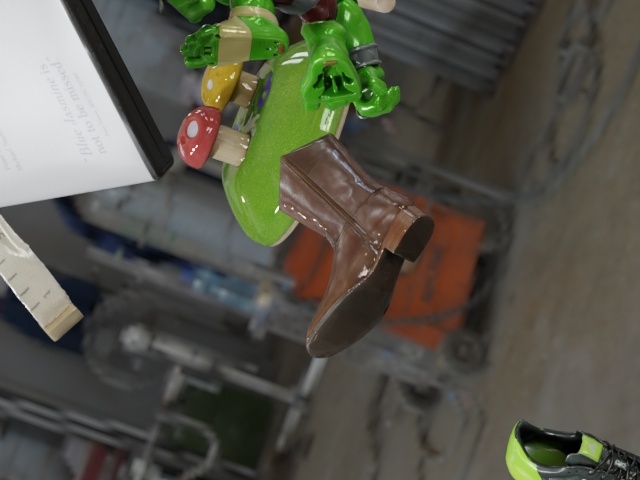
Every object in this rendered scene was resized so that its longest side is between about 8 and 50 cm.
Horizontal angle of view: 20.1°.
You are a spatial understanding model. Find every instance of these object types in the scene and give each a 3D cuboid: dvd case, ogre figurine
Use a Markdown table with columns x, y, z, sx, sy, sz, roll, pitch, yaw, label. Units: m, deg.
| x | y | z | sx | sy | sz | roll | pitch | yaw | label |
| --- | --- | --- | --- | --- | --- | --- | --- | --- | --- |
| -0.220 | -0.096 | 1.009 | 0.253 | 0.180 | 0.022 | -8 | 31 | 34 | dvd case |
| -0.024 | -0.154 | 1.100 | 0.097 | 0.197 | 0.118 | -39 | 48 | 49 | ogre figurine |

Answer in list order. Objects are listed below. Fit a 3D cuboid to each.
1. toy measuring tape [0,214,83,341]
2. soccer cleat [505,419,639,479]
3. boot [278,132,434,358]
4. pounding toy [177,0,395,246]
| x | y | z | sx | sy | sz | roll | pitch | yaw | label |
| --- | --- | --- | --- | --- | --- | --- | --- | --- | --- |
| -0.339 | -0.047 | 1.641 | 0.121 | 0.330 | 0.121 | -38 | 11 | 9 | toy measuring tape |
| 0.242 | 0.198 | 1.527 | 0.072 | 0.179 | 0.060 | 80 | -151 | -51 | soccer cleat |
| 0.000 | 0.000 | 1.037 | 0.106 | 0.037 | 0.114 | -50 | 49 | -1 | boot |
| -0.047 | -0.121 | 1.461 | 0.183 | 0.110 | 0.237 | -124 | 55 | -72 | pounding toy |
